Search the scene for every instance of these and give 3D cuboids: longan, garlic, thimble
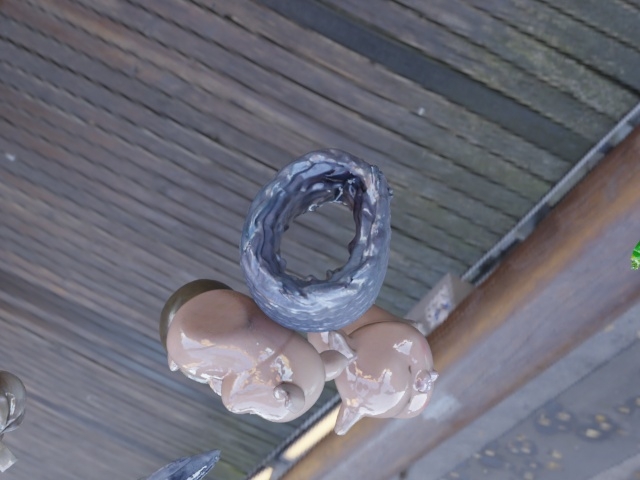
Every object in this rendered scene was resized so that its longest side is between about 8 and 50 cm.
[{"bbox_3d":[-0.203,0.163,1.718,0.167,0.167,0.187,-42,68,53],"label":"longan"},{"bbox_3d":[-0.520,0.286,1.537,0.194,0.131,0.127,36,-172,39],"label":"garlic"},{"bbox_3d":[0.000,0.000,1.294,0.205,0.236,0.172,36,164,10],"label":"thimble"}]

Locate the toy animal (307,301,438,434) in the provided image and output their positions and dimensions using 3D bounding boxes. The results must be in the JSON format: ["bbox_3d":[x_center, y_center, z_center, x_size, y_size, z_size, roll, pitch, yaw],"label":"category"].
[{"bbox_3d":[0.095,0.226,1.935,0.326,0.269,0.237,19,123,38],"label":"toy animal"}]

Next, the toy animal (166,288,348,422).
[{"bbox_3d":[-0.104,0.165,1.394,0.250,0.166,0.154,26,135,17],"label":"toy animal"}]

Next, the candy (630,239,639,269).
[{"bbox_3d":[0.479,-0.034,1.259,0.102,0.032,0.178,-1,133,-38],"label":"candy"}]

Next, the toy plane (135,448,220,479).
[{"bbox_3d":[-0.230,0.333,1.166,0.212,0.267,0.088,13,117,52],"label":"toy plane"}]
